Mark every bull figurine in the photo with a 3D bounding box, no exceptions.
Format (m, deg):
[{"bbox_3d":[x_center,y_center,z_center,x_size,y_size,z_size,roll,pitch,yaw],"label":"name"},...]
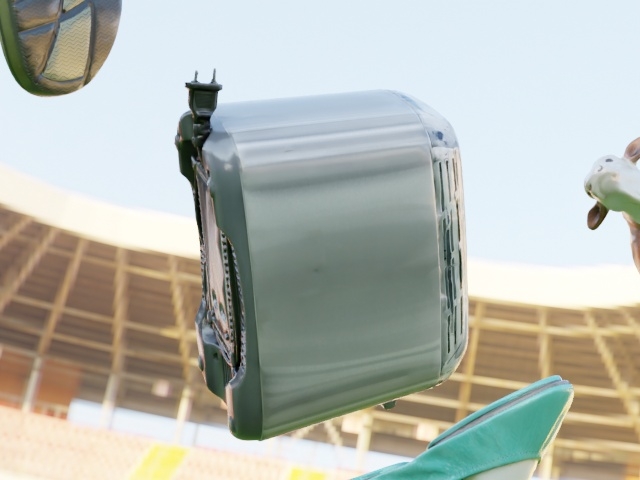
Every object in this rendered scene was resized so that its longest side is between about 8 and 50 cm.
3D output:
[{"bbox_3d":[0.364,0.039,1.419,0.310,0.101,0.188,53,-1,-34],"label":"bull figurine"}]

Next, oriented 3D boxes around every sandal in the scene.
[{"bbox_3d":[-0.227,-0.237,1.028,0.086,0.302,0.120,-27,-10,33],"label":"sandal"}]

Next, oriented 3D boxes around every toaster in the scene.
[{"bbox_3d":[0.000,0.000,0.857,0.146,0.227,0.129,-10,20,-14],"label":"toaster"}]

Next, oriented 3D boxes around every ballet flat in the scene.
[{"bbox_3d":[0.090,0.190,1.085,0.247,0.087,0.083,-28,-24,11],"label":"ballet flat"}]
